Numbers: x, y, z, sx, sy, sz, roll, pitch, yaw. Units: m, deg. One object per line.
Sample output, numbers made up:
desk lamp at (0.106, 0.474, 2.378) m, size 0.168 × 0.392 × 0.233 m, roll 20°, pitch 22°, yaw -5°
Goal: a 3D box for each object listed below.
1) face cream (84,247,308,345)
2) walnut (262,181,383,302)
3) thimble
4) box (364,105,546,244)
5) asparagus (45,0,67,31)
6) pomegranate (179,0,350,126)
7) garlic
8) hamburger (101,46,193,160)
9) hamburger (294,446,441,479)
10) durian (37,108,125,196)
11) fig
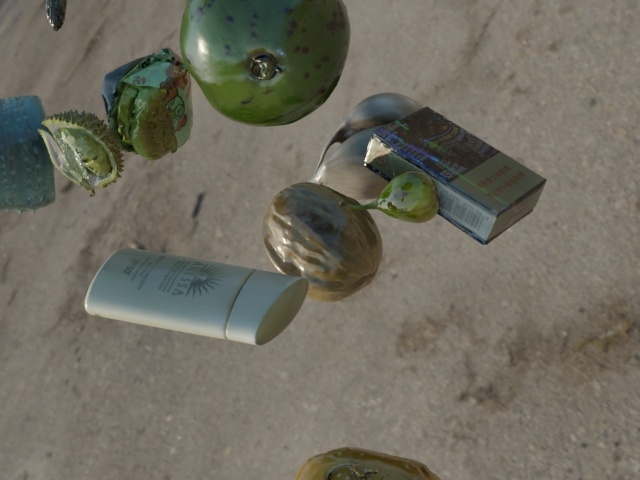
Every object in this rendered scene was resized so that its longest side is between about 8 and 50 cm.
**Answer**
face cream at (-0.209, 0.094, 1.579) m, size 0.348 × 0.081 × 0.173 m, roll 9°, pitch 35°, yaw 15°
walnut at (0.000, 0.000, 1.841) m, size 0.261 × 0.225 × 0.225 m, roll 32°, pitch 88°, yaw 21°
thimble at (-0.612, -0.167, 1.851) m, size 0.198 × 0.143 × 0.235 m, roll 163°, pitch 96°, yaw -69°
box at (0.266, -0.136, 1.841) m, size 0.310 × 0.198 × 0.084 m, roll 36°, pitch 133°, yaw 23°
asparagus at (-0.434, -0.426, 1.529) m, size 0.030 × 0.036 × 0.165 m, roll 164°, pitch 108°, yaw -77°
pomegranate at (-0.079, -0.291, 1.311) m, size 0.254 × 0.254 × 0.270 m, roll -46°, pitch 27°, yaw 16°
garlic at (0.114, -0.210, 2.096) m, size 0.246 × 0.340 × 0.231 m, roll 116°, pitch 142°, yaw -64°
hamburger at (-0.342, -0.245, 1.835) m, size 0.125 × 0.214 × 0.235 m, roll 20°, pitch 44°, yaw 23°
hamburger at (0.085, 0.515, 1.632) m, size 0.304 × 0.174 × 0.284 m, roll 6°, pitch 62°, yaw 27°
durian at (-0.420, -0.157, 1.695) m, size 0.208 × 0.146 × 0.102 m, roll 93°, pitch -163°, yaw -47°
fig at (0.121, -0.080, 1.570) m, size 0.166 × 0.093 × 0.093 m, roll 11°, pitch 67°, yaw 25°
